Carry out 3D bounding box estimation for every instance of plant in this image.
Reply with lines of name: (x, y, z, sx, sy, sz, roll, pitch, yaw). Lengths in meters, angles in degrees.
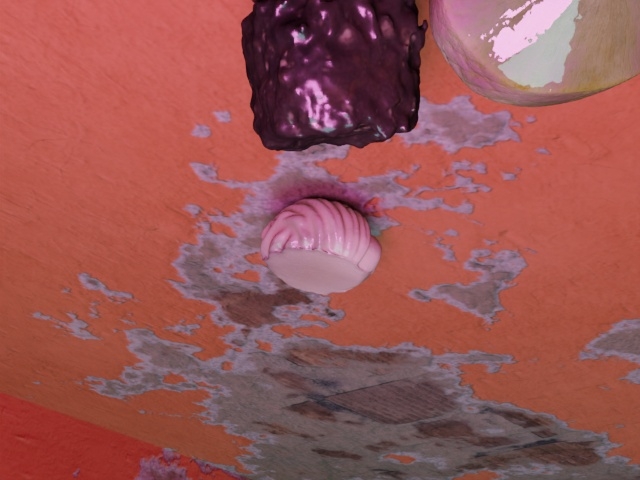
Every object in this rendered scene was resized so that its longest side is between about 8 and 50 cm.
plant: (0.007, -0.201, 0.998, 0.204, 0.234, 0.178, -9, 178, -18)

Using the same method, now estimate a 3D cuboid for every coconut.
coconut: (0.205, -0.223, 0.914, 0.205, 0.236, 0.236, -38, 146, -5)

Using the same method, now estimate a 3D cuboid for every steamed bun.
steamed bun: (0.000, 0.000, 1.467, 0.183, 0.106, 0.183, 8, 151, 5)
